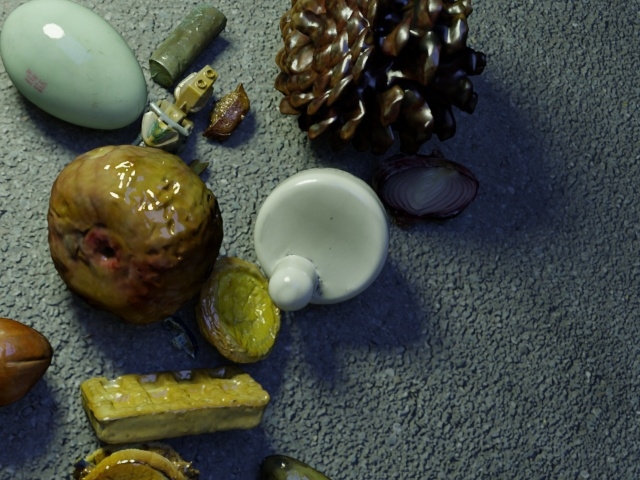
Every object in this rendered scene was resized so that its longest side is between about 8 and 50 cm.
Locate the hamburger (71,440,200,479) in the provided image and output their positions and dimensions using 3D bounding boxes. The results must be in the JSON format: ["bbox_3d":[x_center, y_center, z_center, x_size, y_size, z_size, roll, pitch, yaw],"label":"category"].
[{"bbox_3d":[-0.270,0.378,1.600,0.191,0.118,0.181,-23,113,4],"label":"hamburger"}]

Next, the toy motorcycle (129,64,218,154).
[{"bbox_3d":[-0.247,-0.214,1.841,0.094,0.130,0.229,40,62,-6],"label":"toy motorcycle"}]

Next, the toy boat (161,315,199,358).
[{"bbox_3d":[-0.230,0.160,1.766,0.038,0.038,0.083,-40,89,-27],"label":"toy boat"}]

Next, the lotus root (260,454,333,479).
[{"bbox_3d":[-0.024,0.411,1.727,0.179,0.089,0.080,33,32,-2],"label":"lotus root"}]

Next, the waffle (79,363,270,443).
[{"bbox_3d":[-0.228,0.252,1.664,0.274,0.168,0.057,-3,103,-23],"label":"waffle"}]

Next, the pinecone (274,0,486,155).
[{"bbox_3d":[0.117,-0.324,1.885,0.398,0.398,0.397,7,69,-19],"label":"pinecone"}]

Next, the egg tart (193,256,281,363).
[{"bbox_3d":[-0.144,0.118,1.766,0.191,0.074,0.191,34,45,-43],"label":"egg tart"}]

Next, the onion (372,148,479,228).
[{"bbox_3d":[0.180,-0.105,1.987,0.206,0.151,0.098,13,34,-30],"label":"onion"}]

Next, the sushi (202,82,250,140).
[{"bbox_3d":[-0.167,-0.229,1.916,0.060,0.061,0.118,39,63,-17],"label":"sushi"}]

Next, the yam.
[{"bbox_3d":[-0.242,-0.351,1.928,0.068,0.068,0.169,39,64,-4],"label":"yam"}]

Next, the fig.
[{"bbox_3d":[-0.255,-0.050,1.739,0.286,0.286,0.368,45,39,-1],"label":"fig"}]

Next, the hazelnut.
[{"bbox_3d":[-0.478,0.172,1.604,0.150,0.150,0.150,7,69,-19],"label":"hazelnut"}]

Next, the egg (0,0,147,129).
[{"bbox_3d":[-0.405,-0.288,1.779,0.264,0.183,0.183,36,63,-10],"label":"egg"}]

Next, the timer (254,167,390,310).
[{"bbox_3d":[0.000,0.000,1.799,0.234,0.240,0.233,1,106,5],"label":"timer"}]
